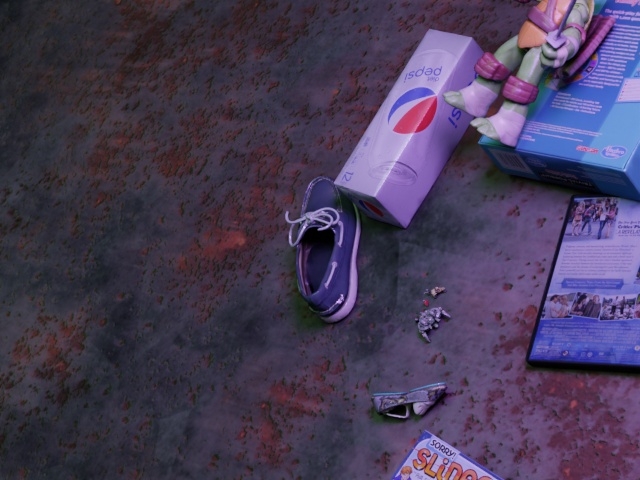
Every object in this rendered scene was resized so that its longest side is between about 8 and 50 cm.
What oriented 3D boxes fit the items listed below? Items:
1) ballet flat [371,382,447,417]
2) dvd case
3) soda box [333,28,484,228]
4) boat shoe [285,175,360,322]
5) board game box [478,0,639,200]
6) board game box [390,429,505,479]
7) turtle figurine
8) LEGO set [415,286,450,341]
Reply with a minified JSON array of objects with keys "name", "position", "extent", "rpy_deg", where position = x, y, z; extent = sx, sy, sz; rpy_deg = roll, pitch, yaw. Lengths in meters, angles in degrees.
[{"name":"ballet flat","position":[0.121,0.215,1.990],"extent":[0.114,0.041,0.041],"rpy_deg":[-13,53,31]},{"name":"dvd case","position":[0.374,0.050,1.916],"extent":[0.180,0.022,0.253],"rpy_deg":[0,60,39]},{"name":"soda box","position":[0.143,-0.166,2.198],"extent":[0.091,0.098,0.286],"rpy_deg":[21,74,45]},{"name":"boat shoe","position":[0.000,0.000,2.203],"extent":[0.095,0.079,0.254],"rpy_deg":[-18,50,28]},{"name":"board game box","position":[0.406,-0.227,2.035],"extent":[0.254,0.079,0.336],"rpy_deg":[17,69,47]},{"name":"board game box","position":[0.166,0.339,1.861],"extent":[0.201,0.035,0.136],"rpy_deg":[27,79,46]},{"name":"turtle figurine","position":[0.250,-0.278,1.968],"extent":[0.198,0.275,0.266],"rpy_deg":[36,108,19]},{"name":"LEGO set","position":[0.150,0.098,2.056],"extent":[0.054,0.023,0.083],"rpy_deg":[-26,47,22]}]
